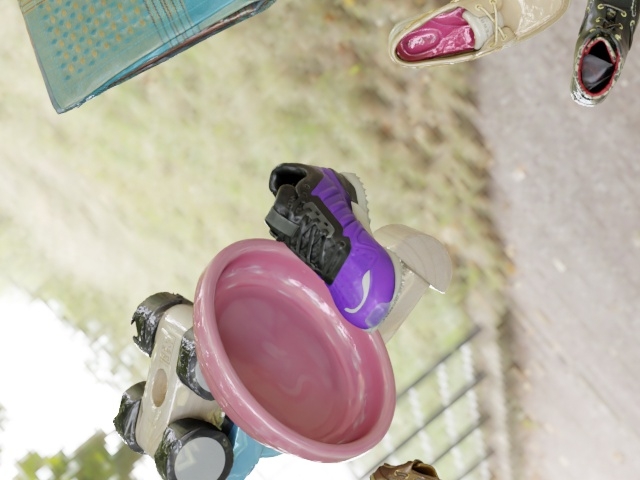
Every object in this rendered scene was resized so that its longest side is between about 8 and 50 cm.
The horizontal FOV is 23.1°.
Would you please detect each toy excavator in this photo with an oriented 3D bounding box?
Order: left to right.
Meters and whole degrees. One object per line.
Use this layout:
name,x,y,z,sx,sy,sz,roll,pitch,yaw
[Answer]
toy excavator,-0.044,0.168,2.359,0.445,0.433,0.222,9,-172,-31

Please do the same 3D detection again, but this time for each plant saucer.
plant saucer,-0.046,0.156,2.095,0.332,0.084,0.332,30,-141,-28

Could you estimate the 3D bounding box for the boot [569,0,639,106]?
boot,0.431,-0.315,2.331,0.085,0.236,0.178,16,-173,6

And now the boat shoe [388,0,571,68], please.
boat shoe,0.139,-0.187,1.375,0.059,0.170,0.063,-62,-50,-68

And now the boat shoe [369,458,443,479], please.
boat shoe,0.105,0.268,1.683,0.064,0.060,0.178,35,176,-15

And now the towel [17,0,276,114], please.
towel,-0.222,-0.348,1.674,0.370,0.271,0.040,67,-167,19

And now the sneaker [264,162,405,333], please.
sneaker,-0.001,0.000,1.954,0.146,0.102,0.293,21,-153,-30
